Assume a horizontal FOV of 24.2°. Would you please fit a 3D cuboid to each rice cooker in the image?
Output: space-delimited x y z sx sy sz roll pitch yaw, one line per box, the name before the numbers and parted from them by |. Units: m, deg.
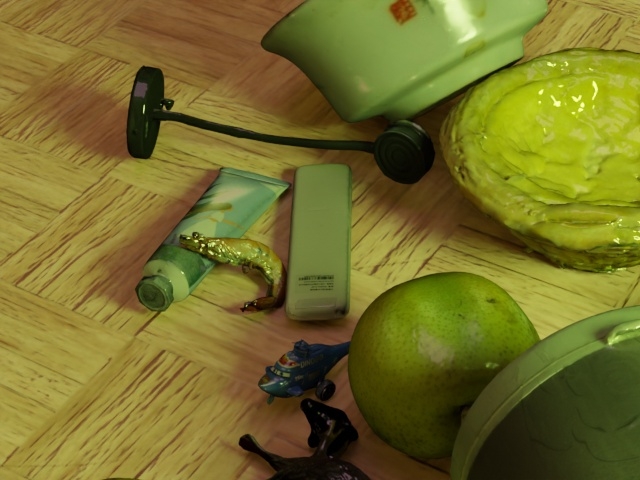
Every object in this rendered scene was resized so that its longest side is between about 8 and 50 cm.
rice cooker | 0.254 0.213 1.138 0.288 0.288 0.277 -13 39 -12

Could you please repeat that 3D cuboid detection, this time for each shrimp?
shrimp | -0.089 0.029 1.534 0.127 0.025 0.091 21 46 -20

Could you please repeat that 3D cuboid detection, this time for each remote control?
remote control | 0.000 0.000 1.601 0.067 0.029 0.261 -3 37 4

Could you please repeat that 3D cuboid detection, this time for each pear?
pear | 0.119 0.123 1.325 0.180 0.166 0.216 4 24 -13

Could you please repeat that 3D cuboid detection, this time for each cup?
cup | 0.119 -0.238 1.701 0.347 0.163 0.347 -28 1 0

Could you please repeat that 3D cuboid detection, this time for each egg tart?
egg tart | 0.300 -0.073 1.581 0.345 0.132 0.345 -3 40 2

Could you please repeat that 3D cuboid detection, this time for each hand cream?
hand cream | -0.121 -0.008 1.607 0.088 0.055 0.256 12 35 21

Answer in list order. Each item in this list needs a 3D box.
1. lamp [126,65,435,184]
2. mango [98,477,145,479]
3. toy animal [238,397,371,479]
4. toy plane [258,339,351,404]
lamp | -0.064 -0.103 1.662 0.371 0.130 0.108 21 37 21
mango | -0.107 0.297 1.168 0.332 0.142 0.195 17 39 34
toy animal | 0.014 0.218 1.320 0.105 0.070 0.202 -32 49 -13
toy plane | 0.008 0.111 1.440 0.167 0.062 0.054 -20 41 -35
